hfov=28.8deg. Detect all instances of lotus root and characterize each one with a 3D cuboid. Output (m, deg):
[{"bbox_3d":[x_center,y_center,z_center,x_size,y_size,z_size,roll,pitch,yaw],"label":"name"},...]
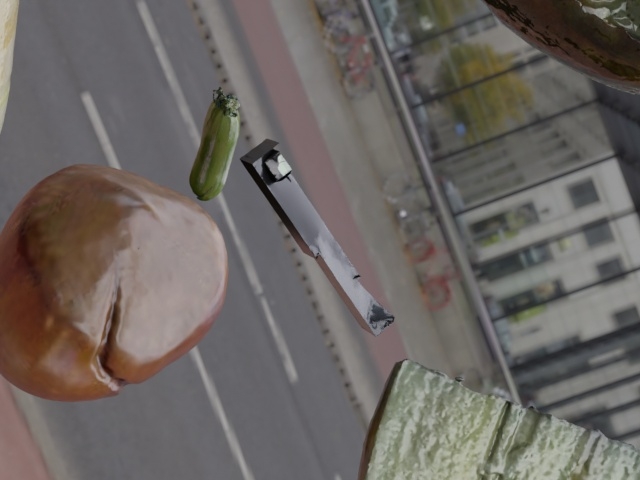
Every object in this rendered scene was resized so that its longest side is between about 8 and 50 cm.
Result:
[{"bbox_3d":[0.251,-0.228,1.127,0.274,0.160,0.152,34,-25,11],"label":"lotus root"},{"bbox_3d":[0.151,0.286,1.232,0.149,0.267,0.260,128,-18,-80],"label":"lotus root"}]

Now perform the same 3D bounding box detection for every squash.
[{"bbox_3d":[-0.133,-0.122,1.593,0.183,0.052,0.052,108,-23,-44],"label":"squash"}]

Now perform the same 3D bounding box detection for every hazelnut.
[{"bbox_3d":[-0.307,0.065,1.755,0.315,0.372,0.372,66,6,18],"label":"hazelnut"}]

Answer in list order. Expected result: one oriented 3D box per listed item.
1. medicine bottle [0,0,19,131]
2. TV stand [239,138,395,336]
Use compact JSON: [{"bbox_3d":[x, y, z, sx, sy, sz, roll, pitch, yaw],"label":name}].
[{"bbox_3d":[-0.498,-0.208,1.523,0.236,0.235,0.406,-102,-156,-49],"label":"medicine bottle"},{"bbox_3d":[0.000,0.000,1.421,0.256,0.040,0.049,56,-11,-20],"label":"TV stand"}]
